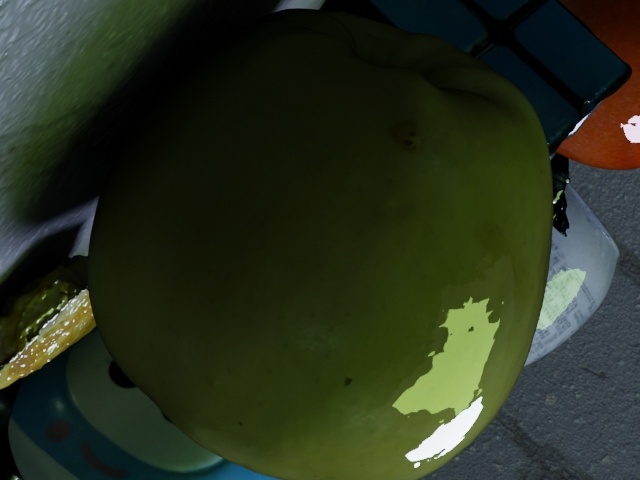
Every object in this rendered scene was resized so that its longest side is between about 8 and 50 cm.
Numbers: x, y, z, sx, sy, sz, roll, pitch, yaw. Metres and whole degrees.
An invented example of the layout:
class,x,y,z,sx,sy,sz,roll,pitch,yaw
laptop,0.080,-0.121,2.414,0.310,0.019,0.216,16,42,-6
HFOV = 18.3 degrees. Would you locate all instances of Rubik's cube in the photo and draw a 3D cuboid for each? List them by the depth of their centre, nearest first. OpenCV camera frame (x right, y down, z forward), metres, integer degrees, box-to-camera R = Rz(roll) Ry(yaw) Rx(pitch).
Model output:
class,x,y,z,sx,sy,sz,roll,pitch,yaw
Rubik's cube,0.072,-0.084,1.343,0.183,0.167,0.180,-39,171,-48

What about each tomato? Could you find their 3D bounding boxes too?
class,x,y,z,sx,sy,sz,roll,pitch,yaw
tomato,0.245,-0.187,1.599,0.256,0.224,0.256,-57,177,-5

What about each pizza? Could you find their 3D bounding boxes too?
class,x,y,z,sx,sy,sz,roll,pitch,yaw
pizza,-0.161,0.043,1.154,0.099,0.036,0.160,-50,174,23

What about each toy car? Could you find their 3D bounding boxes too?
class,x,y,z,sx,sy,sz,roll,pitch,yaw
toy car,-0.102,0.115,1.331,0.190,0.188,0.255,-57,170,9

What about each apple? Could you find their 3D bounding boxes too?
class,x,y,z,sx,sy,sz,roll,pitch,yaw
apple,0.000,0.000,1.075,0.262,0.262,0.262,-47,174,-6

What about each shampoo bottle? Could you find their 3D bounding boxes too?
class,x,y,z,sx,sy,sz,roll,pitch,yaw
shampoo bottle,0.183,0.021,2.305,0.266,0.273,0.273,-38,174,0

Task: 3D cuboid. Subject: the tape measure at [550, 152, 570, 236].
class,x,y,z,sx,sy,sz,roll,pitch,yaw
tape measure,0.135,-0.006,1.665,0.186,0.112,0.199,-59,180,14
